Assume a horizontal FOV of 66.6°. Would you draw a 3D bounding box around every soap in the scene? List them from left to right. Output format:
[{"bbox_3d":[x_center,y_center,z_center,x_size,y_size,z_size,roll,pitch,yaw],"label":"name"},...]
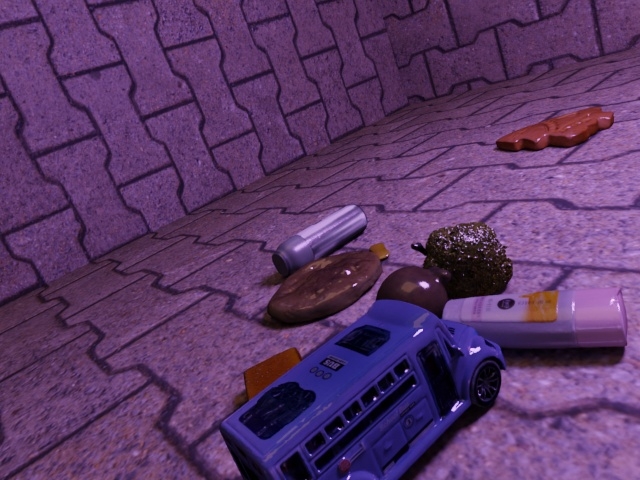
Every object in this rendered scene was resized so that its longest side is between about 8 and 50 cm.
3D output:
[{"bbox_3d":[0.124,0.022,1.022,0.034,0.012,0.089,-21,17,0],"label":"soap"}]

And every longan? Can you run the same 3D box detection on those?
[{"bbox_3d":[0.132,0.081,0.676,0.119,0.106,0.106,-48,12,14],"label":"longan"}]

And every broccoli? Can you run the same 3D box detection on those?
[{"bbox_3d":[0.216,0.032,0.733,0.131,0.130,0.120,-32,-22,-6],"label":"broccoli"}]

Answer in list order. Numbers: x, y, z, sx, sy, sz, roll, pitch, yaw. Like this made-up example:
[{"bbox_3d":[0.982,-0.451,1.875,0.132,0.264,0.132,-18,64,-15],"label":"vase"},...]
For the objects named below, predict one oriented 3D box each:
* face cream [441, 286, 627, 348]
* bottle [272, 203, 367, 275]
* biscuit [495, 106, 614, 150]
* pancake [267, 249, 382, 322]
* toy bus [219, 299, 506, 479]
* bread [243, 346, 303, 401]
[{"bbox_3d":[0.250,0.094,0.582,0.198,0.057,0.084,-11,25,33],"label":"face cream"},{"bbox_3d":[0.000,0.000,1.135,0.254,0.079,0.096,-32,-18,-32],"label":"bottle"},{"bbox_3d":[0.638,-0.306,1.352,0.306,0.043,0.284,-7,22,39],"label":"biscuit"},{"bbox_3d":[0.001,0.076,0.943,0.242,0.050,0.242,-19,17,6],"label":"pancake"},{"bbox_3d":[0.054,0.156,0.497,0.292,0.133,0.125,-31,19,-29],"label":"toy bus"},{"bbox_3d":[-0.060,0.196,0.677,0.090,0.035,0.094,-23,17,-8],"label":"bread"}]
